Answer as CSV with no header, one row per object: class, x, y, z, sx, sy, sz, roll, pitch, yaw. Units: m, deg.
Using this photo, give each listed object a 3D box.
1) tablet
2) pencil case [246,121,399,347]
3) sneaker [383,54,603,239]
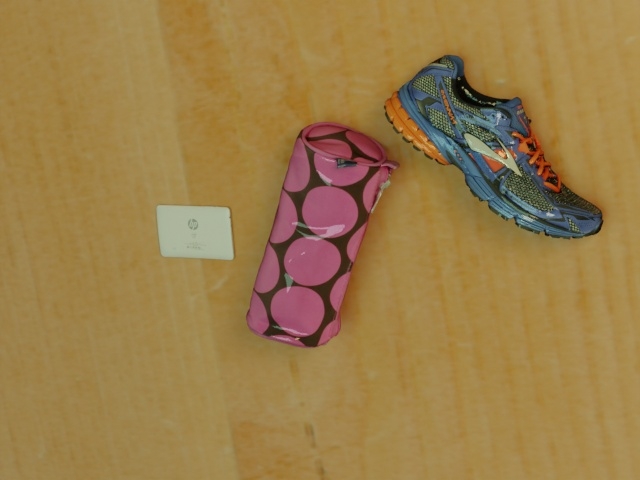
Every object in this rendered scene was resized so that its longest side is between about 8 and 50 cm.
tablet,-0.125,-0.008,1.639,0.083,0.006,0.054,2,106,24
pencil case,0.000,0.000,1.538,0.098,0.095,0.209,18,115,3
sneaker,0.160,-0.080,1.445,0.221,0.083,0.087,38,109,7
